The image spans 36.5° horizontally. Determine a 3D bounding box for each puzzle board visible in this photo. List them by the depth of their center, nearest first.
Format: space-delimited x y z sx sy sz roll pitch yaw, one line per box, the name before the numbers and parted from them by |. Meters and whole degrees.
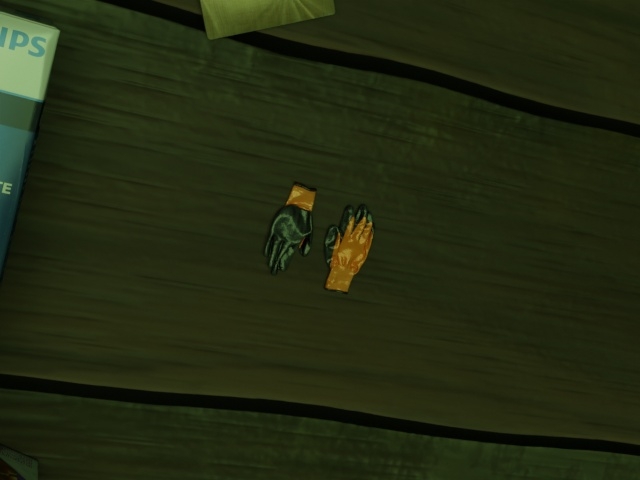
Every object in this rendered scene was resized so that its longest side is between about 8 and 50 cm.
puzzle board | -0.046 -0.214 0.682 0.096 0.011 0.128 -14 108 -12

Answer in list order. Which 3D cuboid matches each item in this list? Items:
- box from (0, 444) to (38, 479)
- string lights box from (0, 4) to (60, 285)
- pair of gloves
box | -0.313 0.145 0.589 0.293 0.201 0.057 31 94 -22
string lights box | -0.230 -0.019 0.608 0.077 0.133 0.260 13 100 -20
pair of gloves | 0.000 0.000 0.753 0.083 0.010 0.074 18 98 -20
